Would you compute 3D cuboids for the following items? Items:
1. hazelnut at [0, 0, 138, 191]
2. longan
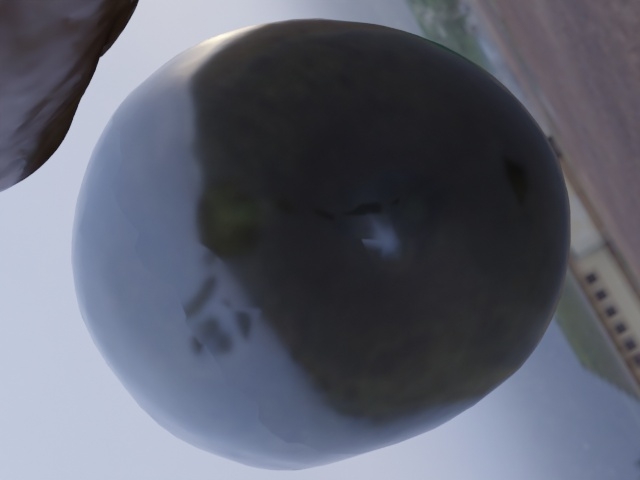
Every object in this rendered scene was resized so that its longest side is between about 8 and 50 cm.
[{"bbox_3d":[-0.212,-0.189,0.641,0.372,0.372,0.315,62,-168,17],"label":"hazelnut"},{"bbox_3d":[0.000,0.000,1.127,0.361,0.361,0.361,57,-172,-13],"label":"longan"}]
